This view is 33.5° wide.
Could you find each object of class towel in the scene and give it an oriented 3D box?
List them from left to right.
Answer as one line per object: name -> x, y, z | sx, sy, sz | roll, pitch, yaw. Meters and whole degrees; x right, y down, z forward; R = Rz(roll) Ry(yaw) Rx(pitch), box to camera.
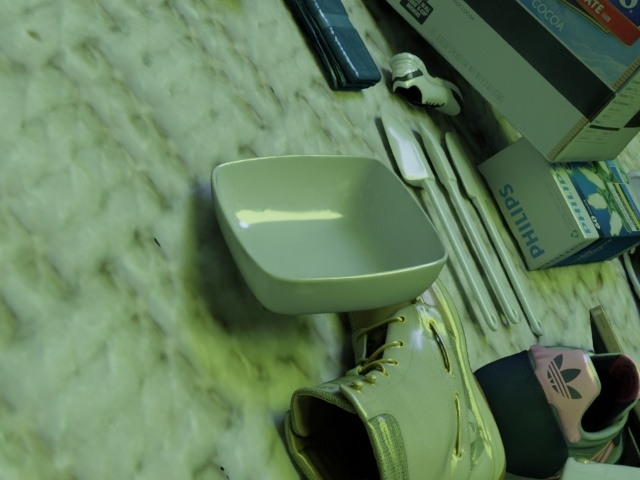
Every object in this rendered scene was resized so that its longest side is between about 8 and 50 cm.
towel -> 0.012, -0.197, 1.016 | 0.067, 0.029, 0.120 | -11, 71, -59

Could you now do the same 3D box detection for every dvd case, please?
dvd case -> 0.317, 0.186, 1.050 | 0.164, 0.018, 0.221 | 52, 16, -65

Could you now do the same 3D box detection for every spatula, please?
spatula -> 0.143, -0.015, 1.052 | 0.168, 0.019, 0.242 | 11, 54, -59

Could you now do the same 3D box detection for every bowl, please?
bowl -> 0.000, 0.000, 0.724 | 0.142, 0.053, 0.142 | -4, 37, -23

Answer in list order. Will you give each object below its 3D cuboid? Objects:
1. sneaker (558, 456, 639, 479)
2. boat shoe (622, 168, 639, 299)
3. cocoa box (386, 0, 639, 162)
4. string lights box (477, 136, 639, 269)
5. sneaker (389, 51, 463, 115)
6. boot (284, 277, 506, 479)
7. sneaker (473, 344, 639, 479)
sneaker -> 0.214, 0.301, 0.765 | 0.108, 0.169, 0.293 | 3, 93, -73
boat shoe -> 0.441, 0.003, 1.396 | 0.084, 0.095, 0.258 | 31, 37, -44
cocoa box -> 0.245, -0.283, 1.162 | 0.347, 0.228, 0.231 | 49, 26, 17
string lights box -> 0.293, -0.044, 1.237 | 0.259, 0.076, 0.133 | -3, 65, -57
sneaker -> 0.110, -0.153, 1.120 | 0.109, 0.040, 0.044 | 26, 58, -37
boot -> 0.035, 0.089, 0.731 | 0.165, 0.077, 0.213 | 0, 62, -53
sneaker -> 0.226, 0.145, 0.898 | 0.319, 0.131, 0.112 | 10, 54, -58
